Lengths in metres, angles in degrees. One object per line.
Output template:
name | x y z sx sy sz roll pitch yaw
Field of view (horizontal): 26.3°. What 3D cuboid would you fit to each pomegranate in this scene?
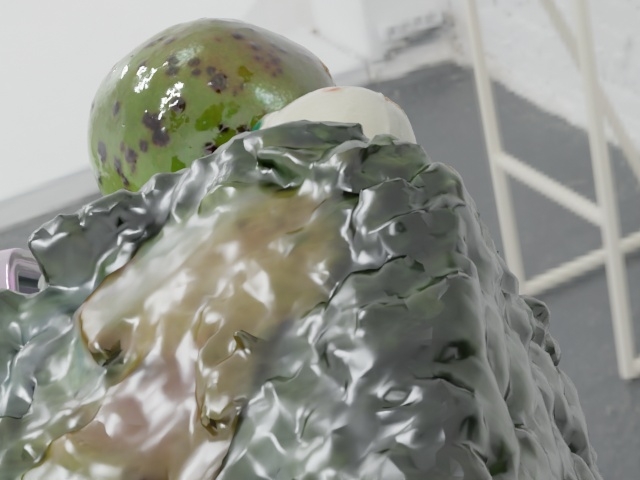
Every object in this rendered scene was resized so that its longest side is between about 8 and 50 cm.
pomegranate | -0.065 -0.058 1.189 0.231 0.286 0.231 -33 10 6

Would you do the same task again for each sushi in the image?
sushi | -0.041 0.135 0.511 0.294 0.178 0.352 -19 38 18

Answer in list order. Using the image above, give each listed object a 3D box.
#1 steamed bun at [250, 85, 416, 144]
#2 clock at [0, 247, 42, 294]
steamed bun | 0.000 0.000 0.930 0.130 0.228 0.177 -5 54 -4
clock | -0.187 0.112 0.937 0.063 0.197 0.150 -11 -13 23
